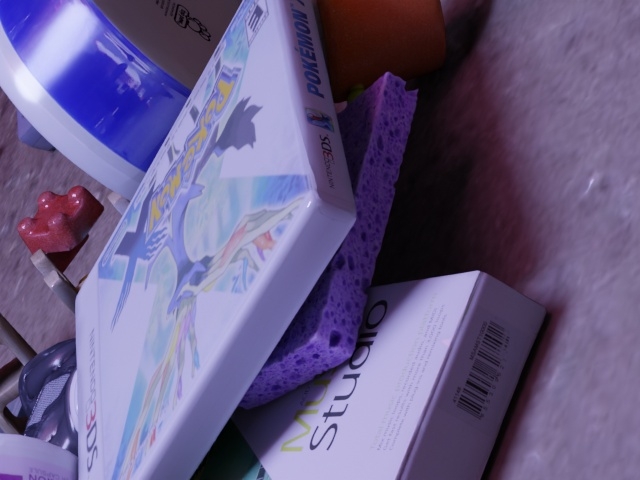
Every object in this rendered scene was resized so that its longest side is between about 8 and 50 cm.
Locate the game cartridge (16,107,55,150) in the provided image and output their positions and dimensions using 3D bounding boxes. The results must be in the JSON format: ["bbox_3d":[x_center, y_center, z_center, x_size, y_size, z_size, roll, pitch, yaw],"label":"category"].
[{"bbox_3d":[-0.273,-0.303,2.220,0.230,0.068,0.355,-46,40,38],"label":"game cartridge"}]

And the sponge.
[{"bbox_3d":[0.000,0.000,1.283,0.117,0.031,0.210,-32,35,49],"label":"sponge"}]

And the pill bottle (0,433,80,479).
[{"bbox_3d":[-0.223,0.295,1.324,0.169,0.169,0.302,-41,42,38],"label":"pill bottle"}]

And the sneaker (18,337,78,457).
[{"bbox_3d":[-0.210,0.180,1.561,0.269,0.101,0.153,-54,22,-3],"label":"sneaker"}]

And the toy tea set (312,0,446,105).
[{"bbox_3d":[0.002,-0.235,1.481,0.336,0.124,0.200,-111,11,-63],"label":"toy tea set"}]

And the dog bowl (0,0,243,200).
[{"bbox_3d":[-0.135,-0.141,1.574,0.104,0.265,0.265,-47,25,22],"label":"dog bowl"}]

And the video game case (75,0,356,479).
[{"bbox_3d":[-0.083,0.015,1.327,0.329,0.036,0.300,-57,24,28],"label":"video game case"}]

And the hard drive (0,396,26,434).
[{"bbox_3d":[-0.300,0.191,1.823,0.094,0.022,0.135,-22,44,55],"label":"hard drive"}]

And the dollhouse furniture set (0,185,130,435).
[{"bbox_3d":[-0.283,0.113,1.736,0.374,0.152,0.201,-39,28,-4],"label":"dollhouse furniture set"}]

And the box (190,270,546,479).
[{"bbox_3d":[-0.007,0.142,1.234,0.322,0.058,0.232,-14,50,62],"label":"box"}]
